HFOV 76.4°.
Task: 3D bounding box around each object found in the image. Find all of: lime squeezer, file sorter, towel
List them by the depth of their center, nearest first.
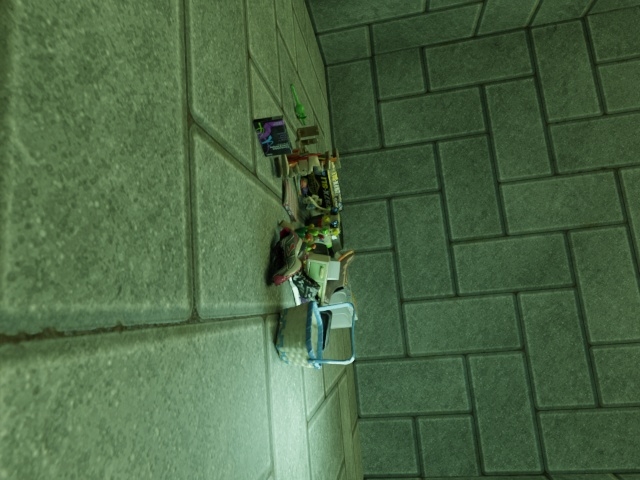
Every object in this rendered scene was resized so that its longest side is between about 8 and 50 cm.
[{"bbox_3d":[-0.145,-0.188,1.940,0.197,0.029,0.144,69,17,-65],"label":"towel"},{"bbox_3d":[0.072,0.349,2.366,0.173,0.193,0.277,67,19,-52],"label":"file sorter"},{"bbox_3d":[-0.125,-0.770,2.426,0.110,0.059,0.310,54,-7,33],"label":"lime squeezer"}]

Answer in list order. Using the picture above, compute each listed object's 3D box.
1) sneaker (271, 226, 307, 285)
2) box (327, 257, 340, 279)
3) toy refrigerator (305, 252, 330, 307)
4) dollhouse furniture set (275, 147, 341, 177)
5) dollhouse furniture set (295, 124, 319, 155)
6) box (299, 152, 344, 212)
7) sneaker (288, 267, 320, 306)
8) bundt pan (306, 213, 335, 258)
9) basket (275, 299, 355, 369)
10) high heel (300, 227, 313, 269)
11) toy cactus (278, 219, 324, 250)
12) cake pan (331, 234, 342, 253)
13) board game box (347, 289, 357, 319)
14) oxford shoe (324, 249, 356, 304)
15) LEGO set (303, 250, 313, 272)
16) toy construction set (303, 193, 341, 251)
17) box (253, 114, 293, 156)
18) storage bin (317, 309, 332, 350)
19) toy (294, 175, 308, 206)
[{"bbox_3d":[-0.143,0.064,1.574,0.112,0.121,0.299,47,25,-20],"label":"sneaker"},{"bbox_3d":[0.047,0.147,2.140,0.101,0.087,0.102,-146,-120,-75],"label":"box"},{"bbox_3d":[-0.023,0.206,1.940,0.094,0.102,0.269,-67,166,-71],"label":"toy refrigerator"},{"bbox_3d":[-0.081,-0.369,1.850,0.259,0.262,0.135,4,-75,65],"label":"dollhouse furniture set"},{"bbox_3d":[-0.068,-0.566,2.357,0.151,0.123,0.144,-82,163,-56],"label":"dollhouse furniture set"},{"bbox_3d":[0.000,-0.321,2.275,0.079,0.257,0.322,-27,119,-33],"label":"box"},{"bbox_3d":[-0.067,0.185,1.835,0.107,0.124,0.283,-84,164,-54],"label":"sneaker"},{"bbox_3d":[0.000,0.000,2.374,0.331,0.124,0.331,-7,90,-80],"label":"bundt pan"},{"bbox_3d":[-0.011,0.351,1.548,0.255,0.289,0.201,-82,158,-47],"label":"basket"},{"bbox_3d":[-0.072,0.066,1.908,0.082,0.117,0.244,38,46,-77],"label":"high heel"},{"bbox_3d":[-0.096,-0.029,1.750,0.180,0.219,0.112,40,62,-21],"label":"toy cactus"},{"bbox_3d":[0.096,-0.067,2.459,0.293,0.054,0.293,-6,90,-81],"label":"cake pan"},{"bbox_3d":[0.184,0.373,2.348,0.154,0.026,0.103,66,20,-44],"label":"board game box"},{"bbox_3d":[0.102,0.205,2.267,0.363,0.133,0.130,-49,166,-22],"label":"oxford shoe"},{"bbox_3d":[-0.038,0.127,2.106,0.287,0.107,0.132,-23,107,-80],"label":"LEGO set"},{"bbox_3d":[-0.003,-0.092,2.138,0.151,0.215,0.327,64,20,-56],"label":"toy construction set"},{"bbox_3d":[-0.182,-0.404,1.584,0.162,0.116,0.029,73,16,-48],"label":"box"},{"bbox_3d":[-0.018,0.409,1.887,0.084,0.122,0.180,2,96,-80],"label":"storage bin"},{"bbox_3d":[-0.100,-0.317,2.200,0.137,0.056,0.237,-81,162,-55],"label":"toy"}]
